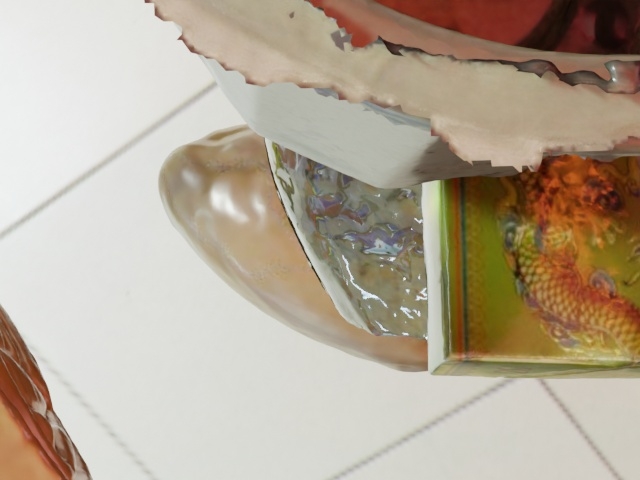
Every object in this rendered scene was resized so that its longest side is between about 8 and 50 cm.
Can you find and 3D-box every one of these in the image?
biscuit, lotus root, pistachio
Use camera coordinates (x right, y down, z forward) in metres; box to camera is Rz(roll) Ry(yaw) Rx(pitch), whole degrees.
[{"bbox_3d":[-0.124,0.006,0.498,0.029,0.220,0.142,-35,151,-8],"label":"biscuit"},{"bbox_3d":[0.065,-0.078,0.969,0.267,0.149,0.260,14,130,45],"label":"lotus root"},{"bbox_3d":[0.000,0.000,1.391,0.293,0.162,0.181,28,134,-14],"label":"pistachio"}]

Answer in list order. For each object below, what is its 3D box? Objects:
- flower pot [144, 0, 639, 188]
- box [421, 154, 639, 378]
[{"bbox_3d":[0.045,-0.137,0.481,0.290,0.259,0.290,1,80,-6],"label":"flower pot"},{"bbox_3d":[0.196,-0.028,0.680,0.311,0.043,0.173,2,76,-9],"label":"box"}]
